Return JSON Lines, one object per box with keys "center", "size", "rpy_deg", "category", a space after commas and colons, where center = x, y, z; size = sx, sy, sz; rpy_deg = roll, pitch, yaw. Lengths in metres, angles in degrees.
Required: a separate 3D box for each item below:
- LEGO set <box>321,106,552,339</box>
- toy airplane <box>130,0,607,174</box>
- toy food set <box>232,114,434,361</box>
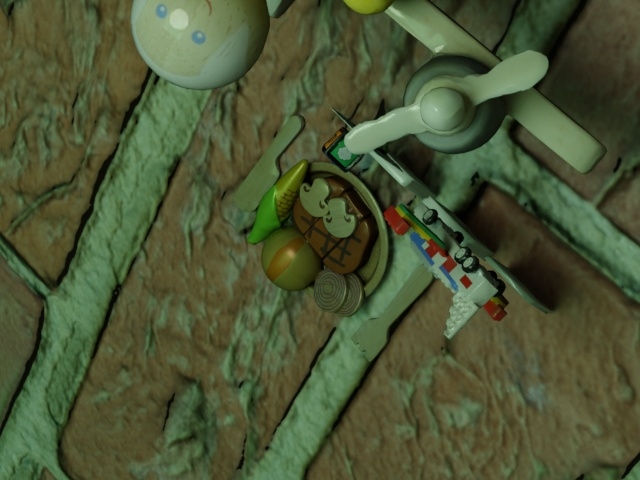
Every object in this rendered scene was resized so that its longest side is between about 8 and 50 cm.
{"center": [0.068, -0.009, 1.081], "size": [0.060, 0.244, 0.182], "rpy_deg": [-46, 72, 6], "category": "LEGO set"}
{"center": [-0.022, -0.206, 0.987], "size": [0.386, 0.272, 0.384], "rpy_deg": [29, 165, 45], "category": "toy airplane"}
{"center": [0.000, 0.000, 1.268], "size": [0.192, 0.038, 0.132], "rpy_deg": [49, 128, 16], "category": "toy food set"}
